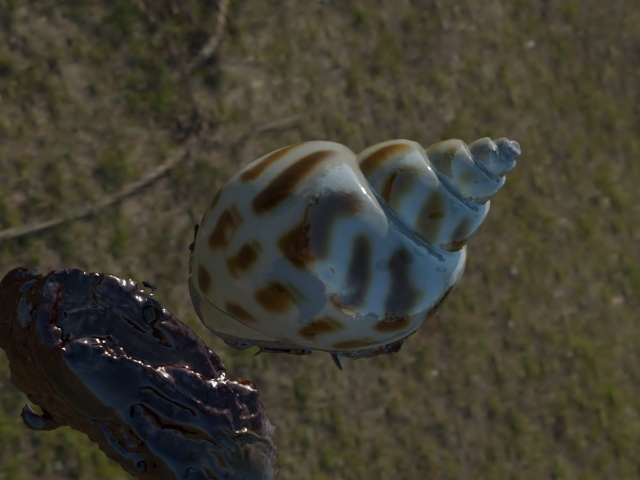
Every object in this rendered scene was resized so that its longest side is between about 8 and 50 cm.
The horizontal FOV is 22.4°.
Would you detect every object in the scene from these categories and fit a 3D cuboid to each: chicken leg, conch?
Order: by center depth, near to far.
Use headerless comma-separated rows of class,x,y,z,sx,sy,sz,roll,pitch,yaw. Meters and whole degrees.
chicken leg,-0.119,0.141,1.133,0.322,0.177,0.083,45,47,-22
conch,0.027,-0.006,1.276,0.149,0.275,0.183,113,-49,-83

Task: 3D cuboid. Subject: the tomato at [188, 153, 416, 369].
tomato,0.000,0.000,1.462,0.155,0.214,0.181,-76,173,-50
